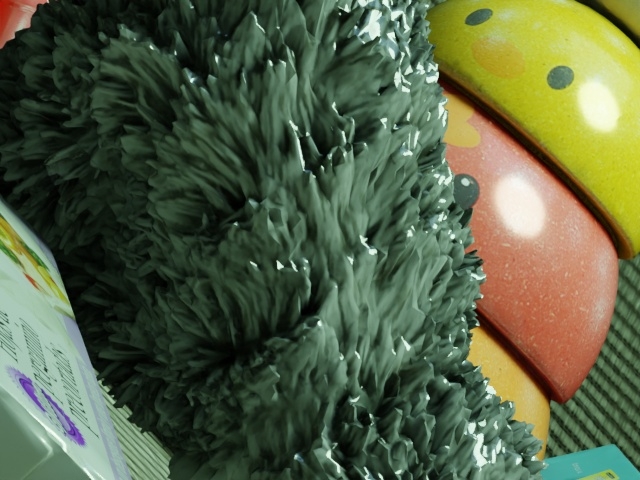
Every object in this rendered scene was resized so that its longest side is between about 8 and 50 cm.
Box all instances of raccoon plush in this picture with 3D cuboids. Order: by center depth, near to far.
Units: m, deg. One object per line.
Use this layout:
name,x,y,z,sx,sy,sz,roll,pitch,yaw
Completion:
raccoon plush,0.000,0.000,0.776,0.299,0.216,0.446,52,-23,28

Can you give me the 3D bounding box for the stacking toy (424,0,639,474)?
stacking toy,0.102,-0.047,1.281,0.350,0.480,0.350,39,-5,4

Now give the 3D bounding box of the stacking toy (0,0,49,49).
stacking toy,-0.262,-0.161,1.032,0.166,0.175,0.302,43,9,35

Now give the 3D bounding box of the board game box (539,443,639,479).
board game box,0.252,0.324,1.507,0.336,0.079,0.254,-118,-164,-78

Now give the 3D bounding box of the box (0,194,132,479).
box,-0.117,0.036,0.633,0.063,0.067,0.324,46,1,-17
